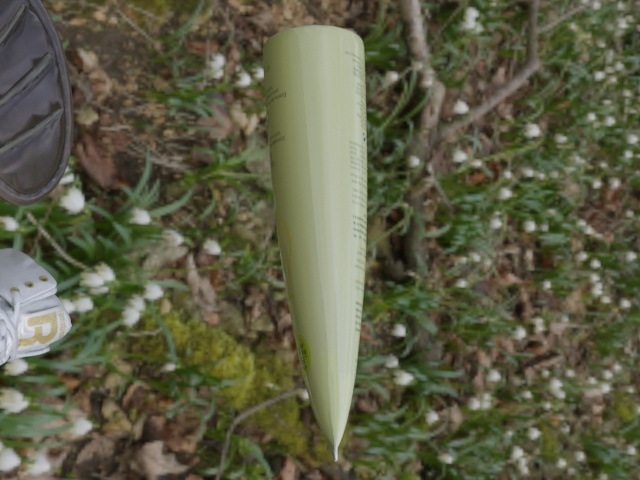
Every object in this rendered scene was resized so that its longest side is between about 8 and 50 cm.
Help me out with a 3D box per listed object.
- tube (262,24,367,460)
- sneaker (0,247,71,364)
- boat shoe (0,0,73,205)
[{"bbox_3d":[0.000,0.000,0.485,0.070,0.062,0.240,8,75,-50],"label":"tube"},{"bbox_3d":[-0.276,0.076,0.694,0.292,0.169,0.108,39,-58,47],"label":"sneaker"},{"bbox_3d":[-0.263,-0.157,0.561,0.110,0.105,0.307,-55,145,-38],"label":"boat shoe"}]
